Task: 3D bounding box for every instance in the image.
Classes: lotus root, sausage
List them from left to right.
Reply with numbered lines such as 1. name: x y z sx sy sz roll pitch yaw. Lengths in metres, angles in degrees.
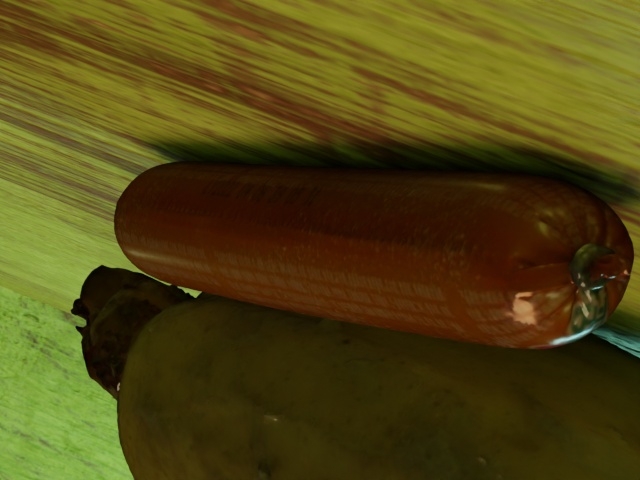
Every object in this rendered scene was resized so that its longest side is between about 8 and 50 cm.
1. sausage: 0.000 0.000 0.608 0.053 0.053 0.348 26 172 -26
2. lotus root: 0.024 0.094 0.761 0.342 0.151 0.169 17 -154 27
